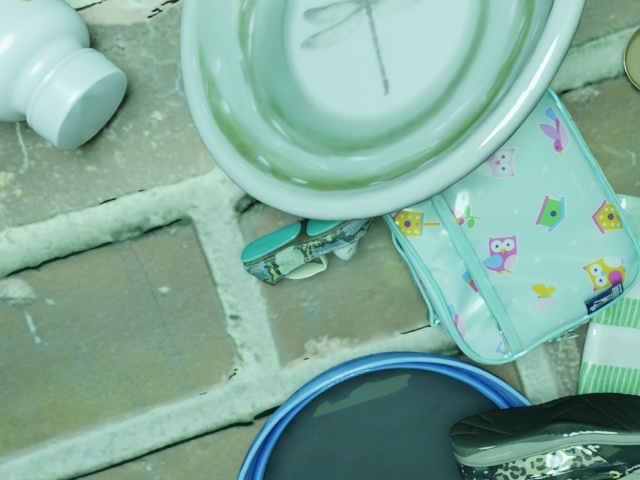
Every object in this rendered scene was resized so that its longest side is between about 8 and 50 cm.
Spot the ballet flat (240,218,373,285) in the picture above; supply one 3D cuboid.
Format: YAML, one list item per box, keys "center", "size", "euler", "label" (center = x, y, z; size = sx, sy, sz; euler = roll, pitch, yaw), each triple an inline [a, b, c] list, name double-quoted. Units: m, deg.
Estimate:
- center: [0.000, 0.000, 0.567]
  size: [0.188, 0.070, 0.070]
  euler: [-23, 97, 35]
  label: "ballet flat"

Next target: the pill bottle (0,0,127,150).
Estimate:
- center: [-0.321, -0.204, 0.525]
  size: [0.246, 0.136, 0.136]
  euler: [39, 93, -5]
  label: "pill bottle"

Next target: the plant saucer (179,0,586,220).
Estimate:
- center: [0.041, -0.215, 0.508]
  size: [0.400, 0.100, 0.400]
  euler: [-2, 86, 32]
  label: "plant saucer"

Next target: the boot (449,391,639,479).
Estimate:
- center: [0.258, 0.257, 0.542]
  size: [0.236, 0.085, 0.178]
  euler: [-9, 98, 5]
  label: "boot"

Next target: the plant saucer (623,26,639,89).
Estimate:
- center: [0.382, -0.207, 0.614]
  size: [0.083, 0.015, 0.083]
  euler: [0, 95, -3]
  label: "plant saucer"

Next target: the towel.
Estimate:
- center: [0.437, 0.124, 0.636]
  size: [0.248, 0.038, 0.325]
  euler: [9, 95, -2]
  label: "towel"

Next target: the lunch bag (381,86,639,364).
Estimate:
- center: [0.187, -0.014, 0.577]
  size: [0.224, 0.108, 0.279]
  euler: [-31, 96, 1]
  label: "lunch bag"

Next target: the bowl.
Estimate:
- center: [0.094, 0.313, 0.620]
  size: [0.391, 0.077, 0.391]
  euler: [0, 95, -3]
  label: "bowl"
